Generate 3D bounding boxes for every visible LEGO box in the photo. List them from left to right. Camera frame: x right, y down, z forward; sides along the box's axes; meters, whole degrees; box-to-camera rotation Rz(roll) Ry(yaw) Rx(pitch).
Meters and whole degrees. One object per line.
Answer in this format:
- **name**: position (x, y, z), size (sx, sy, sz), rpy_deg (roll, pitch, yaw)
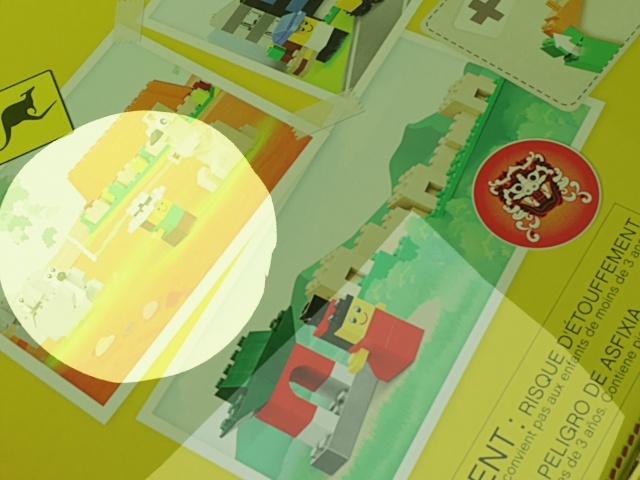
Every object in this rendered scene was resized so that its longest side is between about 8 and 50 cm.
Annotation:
- **LEGO box**: position (0.000, 0.000, 0.521), size (0.372, 0.193, 0.500), rpy_deg (28, 71, 21)
